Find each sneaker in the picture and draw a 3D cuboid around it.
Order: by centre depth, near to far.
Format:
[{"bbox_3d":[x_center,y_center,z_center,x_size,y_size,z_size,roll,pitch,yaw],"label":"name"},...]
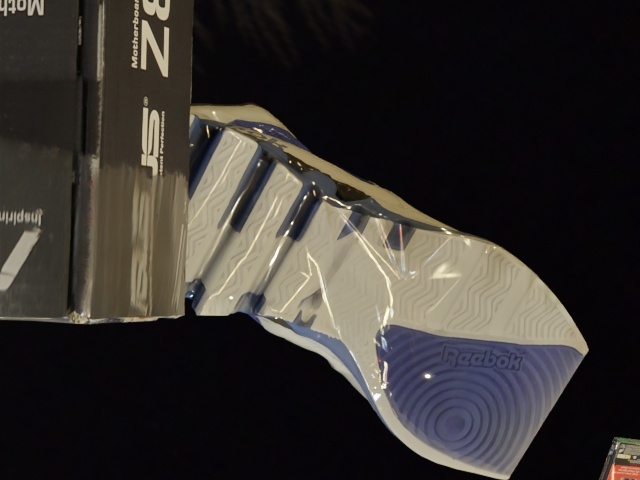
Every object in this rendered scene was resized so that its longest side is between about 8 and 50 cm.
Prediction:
[{"bbox_3d":[-0.001,0.000,1.011,0.127,0.315,0.182,-56,-160,11],"label":"sneaker"}]

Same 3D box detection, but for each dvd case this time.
[{"bbox_3d":[0.290,0.241,1.603,0.013,0.087,0.119,44,-58,61],"label":"dvd case"}]

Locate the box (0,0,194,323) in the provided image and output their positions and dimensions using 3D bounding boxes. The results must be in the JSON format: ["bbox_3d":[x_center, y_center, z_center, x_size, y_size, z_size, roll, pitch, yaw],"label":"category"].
[{"bbox_3d":[-0.244,-0.129,0.721,0.395,0.097,0.318,2,-90,20],"label":"box"}]
